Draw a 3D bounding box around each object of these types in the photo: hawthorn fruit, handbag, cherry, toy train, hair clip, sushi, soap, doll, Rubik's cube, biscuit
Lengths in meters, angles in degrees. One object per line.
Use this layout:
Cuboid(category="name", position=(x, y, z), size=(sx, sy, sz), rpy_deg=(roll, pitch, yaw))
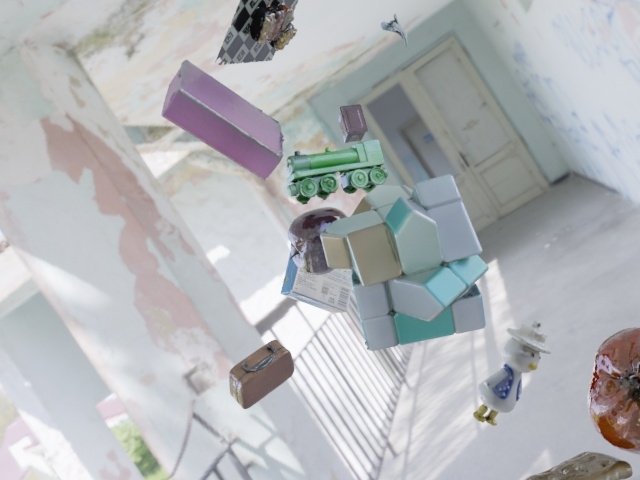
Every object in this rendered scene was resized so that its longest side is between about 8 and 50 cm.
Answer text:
Cuboid(category="hawthorn fruit", position=(0.690, 0.302, 1.324), size=(0.284, 0.284, 0.284), rpy_deg=(-33, 2, 1))
Cuboid(category="handbag", position=(-0.166, 0.374, 1.853), size=(0.193, 0.072, 0.151), rpy_deg=(-29, -42, -29))
Cuboid(category="cherry", position=(0.002, 0.002, 1.572), size=(0.176, 0.140, 0.176), rpy_deg=(-22, -46, -25))
Cuboid(category="toy train", position=(0.036, -0.159, 1.487), size=(0.251, 0.119, 0.085), rpy_deg=(-10, -7, -23))
Cuboid(category="hair clip", position=(0.174, -0.477, 1.493), size=(0.039, 0.030, 0.115), rpy_deg=(4, -7, 27))
Cuboid(category="sushi", position=(-0.113, -0.523, 1.548), size=(0.264, 0.050, 0.290), rpy_deg=(-61, -13, 24))
Cuboid(category="soap", position=(-0.204, -0.255, 1.379), size=(0.081, 0.259, 0.181), rpy_deg=(-48, 28, 23))
Cuboid(category="doll", position=(0.478, 0.329, 1.632), size=(0.293, 0.138, 0.119), rpy_deg=(-64, 31, 8))
Cuboid(category="Rubik's cube", position=(0.122, 0.026, 0.969), size=(0.224, 0.213, 0.265), rpy_deg=(-12, 25, 2))
Cuboid(category="biscuit", position=(0.470, 0.527, 1.368), size=(0.325, 0.044, 0.217), rpy_deg=(-24, -9, -4))

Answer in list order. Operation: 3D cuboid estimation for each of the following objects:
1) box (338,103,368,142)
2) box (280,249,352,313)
Cuboid(category="box", position=(0.082, -0.303, 1.706), size=(0.060, 0.085, 0.063), rpy_deg=(-10, -21, -12))
Cuboid(category="box", position=(-0.005, 0.115, 1.871), size=(0.073, 0.194, 0.139), rpy_deg=(-17, 55, 55))
